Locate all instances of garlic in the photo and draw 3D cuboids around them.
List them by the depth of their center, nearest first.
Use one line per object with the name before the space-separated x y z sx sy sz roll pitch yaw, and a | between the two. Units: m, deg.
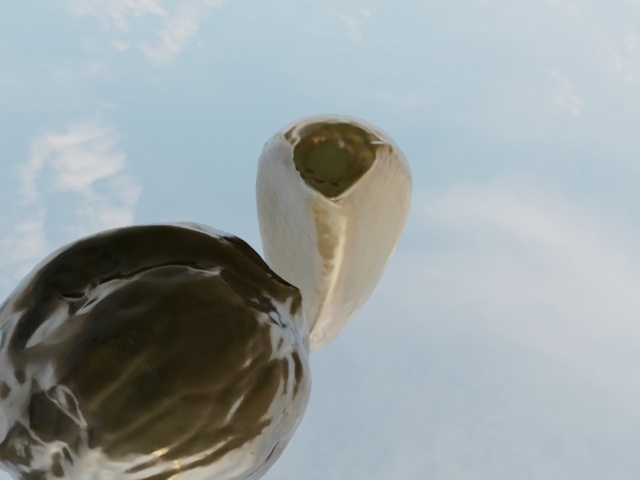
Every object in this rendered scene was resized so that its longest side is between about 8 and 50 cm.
garlic | 0.002 -0.003 0.522 0.146 0.244 0.164 12 -146 5

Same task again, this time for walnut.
walnut | -0.111 0.084 0.397 0.224 0.224 0.224 5 -127 -6
